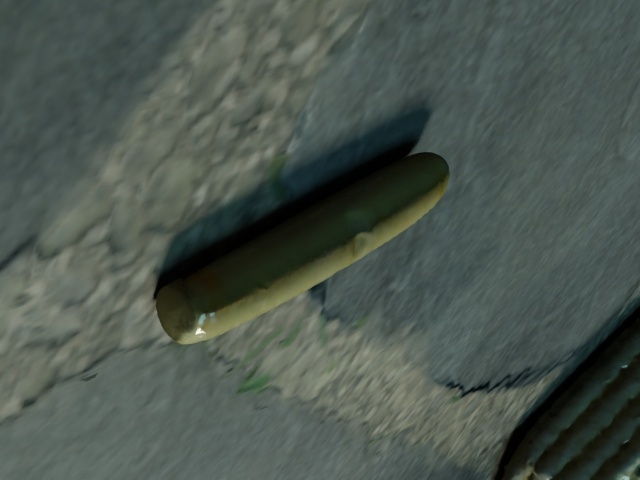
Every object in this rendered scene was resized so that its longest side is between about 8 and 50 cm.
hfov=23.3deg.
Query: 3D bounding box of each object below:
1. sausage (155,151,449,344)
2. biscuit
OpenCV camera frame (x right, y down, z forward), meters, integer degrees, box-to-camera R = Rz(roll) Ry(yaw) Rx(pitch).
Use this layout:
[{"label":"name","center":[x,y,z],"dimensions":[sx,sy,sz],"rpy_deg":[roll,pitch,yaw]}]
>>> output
[{"label":"sausage","center":[0.000,0.000,0.505],"dimensions":[0.132,0.024,0.024],"rpy_deg":[-29,149,-42]},{"label":"biscuit","center":[0.282,0.063,1.088],"dimensions":[0.426,0.078,0.144],"rpy_deg":[-40,157,-24]}]
